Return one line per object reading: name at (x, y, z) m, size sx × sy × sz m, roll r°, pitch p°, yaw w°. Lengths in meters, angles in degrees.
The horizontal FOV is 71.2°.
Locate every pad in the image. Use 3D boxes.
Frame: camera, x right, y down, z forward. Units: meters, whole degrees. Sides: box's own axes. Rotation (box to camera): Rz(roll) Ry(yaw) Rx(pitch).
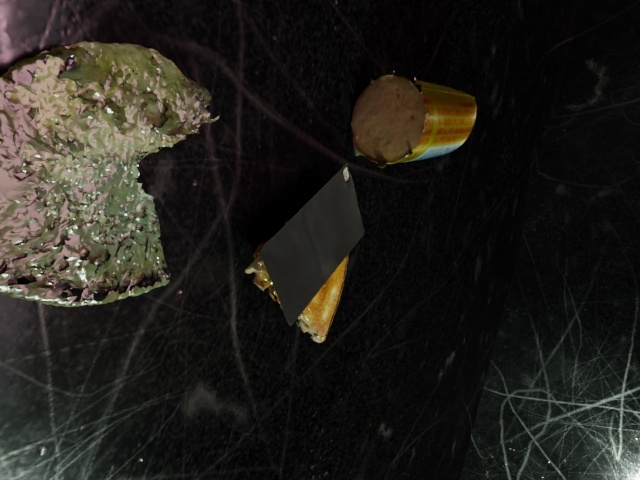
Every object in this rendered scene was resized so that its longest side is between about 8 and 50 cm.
pad at (0.000, 0.000, 0.547) m, size 0.193 × 0.004 × 0.116 m, roll -50°, pitch 135°, yaw -38°

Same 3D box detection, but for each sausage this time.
sausage at (0.173, -0.196, 0.716) m, size 0.317 × 0.117 × 0.125 m, roll -21°, pitch 134°, yaw -52°

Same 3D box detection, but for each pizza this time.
pizza at (-0.028, 0.023, 0.565) m, size 0.193 × 0.053 × 0.201 m, roll 25°, pitch 77°, yaw -56°

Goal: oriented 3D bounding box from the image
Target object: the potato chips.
potato chips at (-0.170, -0.052, 0.355) m, size 0.202 × 0.029 × 0.220 m, roll 29°, pitch 81°, yaw -53°
